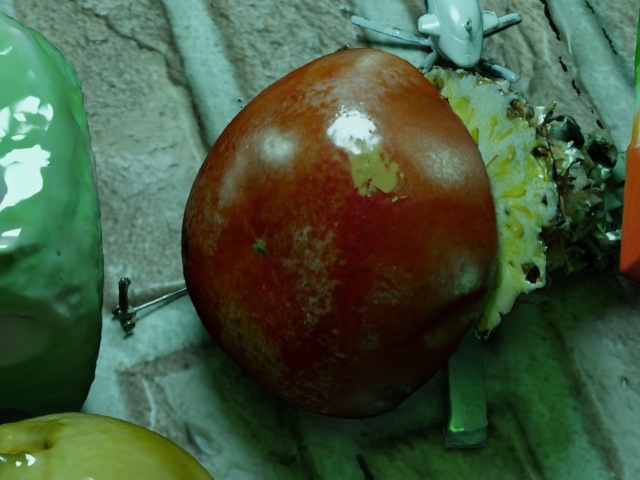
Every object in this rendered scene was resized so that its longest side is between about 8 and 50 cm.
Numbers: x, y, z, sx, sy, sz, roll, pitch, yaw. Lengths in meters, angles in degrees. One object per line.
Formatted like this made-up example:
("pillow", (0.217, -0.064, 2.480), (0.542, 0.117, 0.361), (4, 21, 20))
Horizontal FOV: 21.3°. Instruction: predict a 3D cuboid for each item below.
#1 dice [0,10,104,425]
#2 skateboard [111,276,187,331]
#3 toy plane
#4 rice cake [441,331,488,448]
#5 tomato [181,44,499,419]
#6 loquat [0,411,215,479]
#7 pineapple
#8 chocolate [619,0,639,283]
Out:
("dice", (-0.360, -0.004, 1.458), (0.318, 0.330, 0.322), (-4, 52, -16))
("skateboard", (-0.155, 0.046, 1.614), (0.083, 0.064, 0.032), (-21, 53, -25))
("toy plane", (0.131, -0.284, 1.784), (0.182, 0.107, 0.273), (9, 55, -1))
("rice cake", (0.130, 0.096, 1.596), (0.043, 0.034, 0.211), (4, 58, -8))
("tomato", (-0.011, -0.004, 1.484), (0.143, 0.338, 0.338), (-3, 50, -46))
("loquat", (-0.206, 0.288, 1.315), (0.328, 0.328, 0.328), (0, 59, 0))
("pineapple", (0.194, -0.036, 1.574), (0.271, 0.262, 0.262), (-2, 50, -46))
("chocolate", (0.473, -0.082, 1.573), (0.360, 0.161, 0.341), (19, 59, -15))
